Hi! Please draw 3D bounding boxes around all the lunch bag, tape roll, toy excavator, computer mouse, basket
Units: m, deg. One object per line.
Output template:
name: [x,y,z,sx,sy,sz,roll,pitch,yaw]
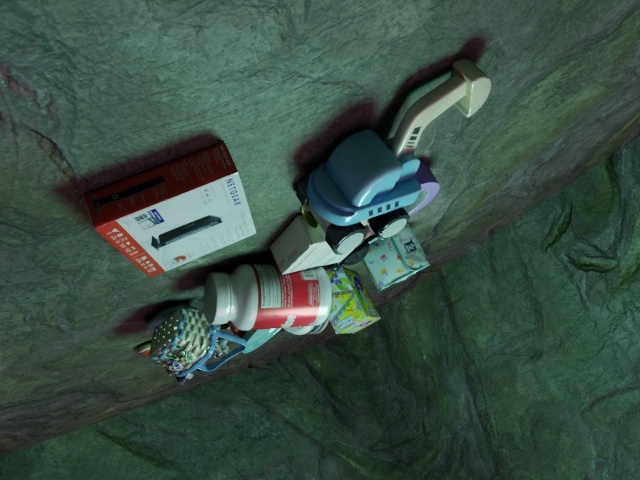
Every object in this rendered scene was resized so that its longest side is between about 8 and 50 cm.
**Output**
lunch bag: [0.324,0.070,2.035,0.262,0.224,0.160,-26,169,-2]
tape roll: [0.266,-0.151,1.588,0.274,0.090,0.275,-23,160,-9]
toy excavator: [0.183,-0.214,1.172,0.432,0.222,0.445,-20,151,-24]
computer mouse: [0.086,0.069,1.847,0.272,0.072,0.188,-23,-154,-35]
basket: [-0.450,0.383,1.677,0.288,0.201,0.254,27,127,-35]

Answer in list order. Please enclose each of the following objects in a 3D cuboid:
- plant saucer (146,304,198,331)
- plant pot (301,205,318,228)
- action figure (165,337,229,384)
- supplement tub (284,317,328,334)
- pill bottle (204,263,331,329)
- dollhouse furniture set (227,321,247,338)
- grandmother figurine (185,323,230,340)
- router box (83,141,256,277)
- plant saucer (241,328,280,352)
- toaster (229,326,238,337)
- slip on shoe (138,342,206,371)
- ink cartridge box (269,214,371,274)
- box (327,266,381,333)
plant saucer: [-0.552,0.278,1.711,0.194,0.038,0.195,-24,162,-8]
plant pot: [-0.003,-0.091,1.423,0.079,0.083,0.083,-32,165,-27]
action figure: [-0.504,0.475,1.938,0.284,0.099,0.185,-34,137,-2]
supplement tub: [-0.084,0.387,2.377,0.191,0.191,0.272,-31,161,14]
pill bottle: [-0.185,0.195,1.620,0.407,0.229,0.229,1,150,-27]
dollhouse furniture set: [-0.233,0.209,1.849,0.374,0.152,0.201,-40,165,-17]
grandmother figurine: [-0.494,0.416,2.062,0.207,0.104,0.342,-28,166,-23]
router box: [-0.319,-0.055,1.071,0.300,0.082,0.335,-24,161,-9]
plant saucer: [-0.203,0.333,1.880,0.317,0.044,0.318,-41,166,-13]
toaster: [-0.307,0.337,2.007,0.146,0.129,0.227,-25,173,-37]
slip on shoe: [-0.630,0.503,2.006,0.123,0.102,0.331,-27,144,32]
ink cartridge box: [0.000,0.000,1.584,0.282,0.117,0.207,-9,155,-42]
box: [0.134,0.306,2.319,0.176,0.279,0.290,-31,161,13]
